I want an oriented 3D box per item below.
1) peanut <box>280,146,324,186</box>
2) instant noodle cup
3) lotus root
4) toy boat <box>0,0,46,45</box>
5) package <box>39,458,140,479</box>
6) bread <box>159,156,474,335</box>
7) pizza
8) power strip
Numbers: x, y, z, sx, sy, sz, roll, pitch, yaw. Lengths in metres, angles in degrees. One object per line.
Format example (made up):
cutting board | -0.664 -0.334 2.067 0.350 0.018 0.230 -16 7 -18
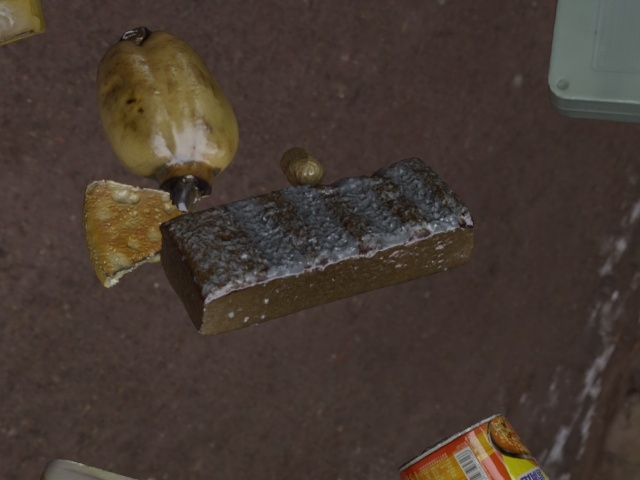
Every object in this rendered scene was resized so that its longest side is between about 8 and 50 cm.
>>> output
peanut | -0.028 -0.104 1.509 0.053 0.113 0.054 -6 110 -16
instant noodle cup | 0.213 0.340 1.396 0.213 0.174 0.213 -27 165 -8
lotus root | -0.147 -0.114 1.030 0.125 0.221 0.118 -24 155 -1
toy boat | -0.550 -0.301 1.517 0.310 0.115 0.089 -22 105 -29
package | -0.367 0.516 1.625 0.311 0.221 0.165 -99 -151 -62
bread | 0.000 0.000 1.390 0.416 0.165 0.113 -15 133 -27
pizza | -0.300 0.002 1.728 0.081 0.188 0.204 110 -18 -51
power strip | 0.424 -0.269 1.310 0.141 0.260 0.230 46 52 -71
